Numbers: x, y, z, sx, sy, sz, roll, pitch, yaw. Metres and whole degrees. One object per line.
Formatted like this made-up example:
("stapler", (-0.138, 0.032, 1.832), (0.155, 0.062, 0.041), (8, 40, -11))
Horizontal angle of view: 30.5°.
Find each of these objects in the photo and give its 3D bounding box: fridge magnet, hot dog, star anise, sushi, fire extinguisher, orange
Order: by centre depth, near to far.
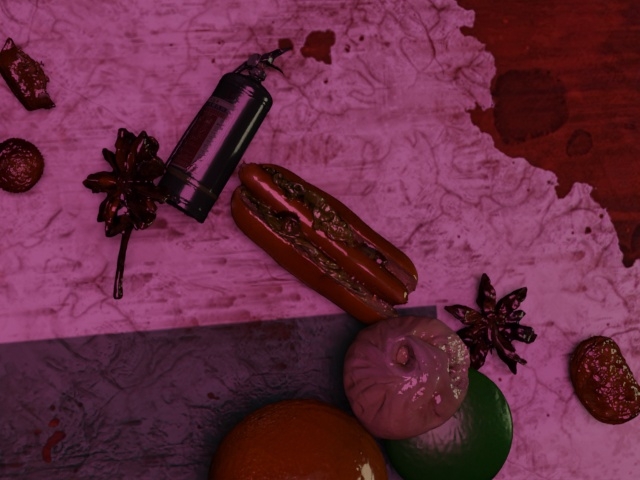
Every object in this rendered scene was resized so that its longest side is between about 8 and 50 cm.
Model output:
("orange", (-0.031, 0.368, 1.702), (0.274, 0.274, 0.274), (0, 90, -10))
("star anise", (-0.293, -0.054, 1.732), (0.073, 0.177, 0.234), (17, 107, -46))
("sushi", (-0.435, -0.244, 1.738), (0.060, 0.061, 0.118), (-37, 116, -17))
("fire extinguisher", (-0.143, -0.175, 1.770), (0.093, 0.118, 0.294), (35, 82, -44))
("hot dog", (0.000, 0.000, 1.789), (0.337, 0.100, 0.135), (38, 84, -9))
("fridge magnet", (0.199, 0.296, 1.830), (0.208, 0.088, 0.208), (0, 89, -11))
("star anise", (0.269, 0.134, 1.862), (0.168, 0.057, 0.168), (1, 81, -5))
("hot dog", (0.459, 0.225, 1.891), (0.099, 0.065, 0.147), (-29, 84, -9))

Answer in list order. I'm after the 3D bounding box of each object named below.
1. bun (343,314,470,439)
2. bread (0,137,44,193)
("bun", (0.129, 0.196, 1.744), (0.193, 0.128, 0.178), (-14, 63, 5))
("bread", (-0.450, -0.110, 1.732), (0.085, 0.053, 0.085), (0, 90, -10))
